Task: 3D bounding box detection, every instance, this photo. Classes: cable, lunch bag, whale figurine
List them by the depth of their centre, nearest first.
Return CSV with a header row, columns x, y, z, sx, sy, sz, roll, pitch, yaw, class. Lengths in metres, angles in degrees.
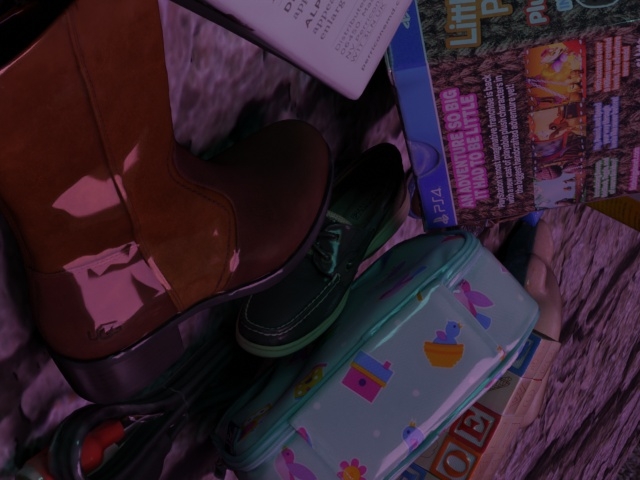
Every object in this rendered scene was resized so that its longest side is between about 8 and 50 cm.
x,y,z,sx,sy,sz,roll,pitch,yaw,class
-0.139,0.132,0.953,0.287,0.072,0.139,-53,148,-46,cable
0.031,0.112,1.049,0.279,0.108,0.224,-43,-170,-8,lunch bag
0.208,0.090,1.493,0.216,0.141,0.272,92,12,-47,whale figurine

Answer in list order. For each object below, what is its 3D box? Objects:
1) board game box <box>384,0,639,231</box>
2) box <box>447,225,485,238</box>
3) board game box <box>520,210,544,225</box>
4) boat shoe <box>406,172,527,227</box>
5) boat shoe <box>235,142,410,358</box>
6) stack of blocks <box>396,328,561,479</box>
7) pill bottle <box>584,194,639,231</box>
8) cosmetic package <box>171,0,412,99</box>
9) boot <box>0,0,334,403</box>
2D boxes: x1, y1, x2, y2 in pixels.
x,y,z,sx,sy,sz,roll,pitch,yaw,class
0.198,-0.144,0.966,0.232,0.291,0.141,70,12,-60,board game box
0.162,-0.030,1.367,0.067,0.018,0.083,-53,155,-16,box
0.245,-0.128,1.384,0.160,0.047,0.210,-55,155,-11,board game box
0.151,-0.047,1.250,0.183,0.066,0.066,-9,119,-51,boat shoe
0.001,0.000,1.029,0.223,0.080,0.073,-48,148,-36,boat shoe
0.097,0.194,1.304,0.297,0.171,0.087,-63,156,4,stack of blocks
0.332,-0.070,1.296,0.117,0.215,0.117,-42,149,-32,pill bottle
-0.101,-0.200,0.446,0.156,0.217,0.385,-63,154,4,cosmetic package
-0.099,-0.072,0.780,0.264,0.096,0.280,-39,141,-25,boot
